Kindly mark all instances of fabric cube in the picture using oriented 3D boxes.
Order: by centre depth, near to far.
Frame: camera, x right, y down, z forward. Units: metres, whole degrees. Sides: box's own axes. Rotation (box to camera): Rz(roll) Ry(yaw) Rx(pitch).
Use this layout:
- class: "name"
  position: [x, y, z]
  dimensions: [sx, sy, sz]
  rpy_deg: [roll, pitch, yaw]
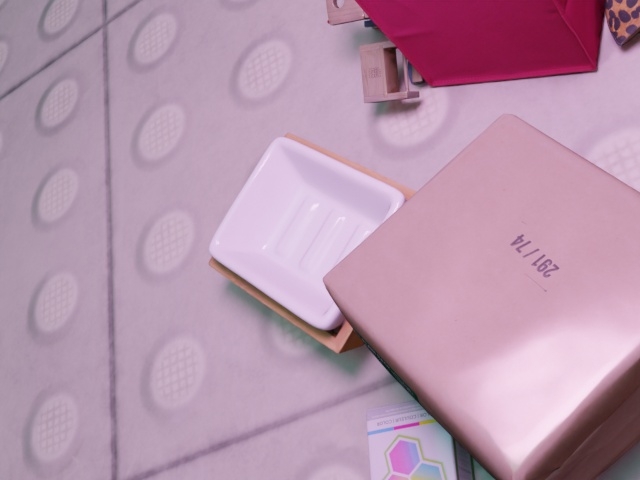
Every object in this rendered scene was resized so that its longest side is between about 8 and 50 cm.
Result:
- class: "fabric cube"
  position: [0.219, -0.385, 1.092]
  dimensions: [0.254, 0.259, 0.258]
  rpy_deg: [3, 70, 36]

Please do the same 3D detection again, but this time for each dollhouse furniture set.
- class: "dollhouse furniture set"
  position: [0.099, -0.300, 1.254]
  dimensions: [0.128, 0.129, 0.184]
  rpy_deg: [0, 98, 37]

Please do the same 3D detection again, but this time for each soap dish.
- class: "soap dish"
  position: [0.000, 0.000, 1.160]
  dimensions: [0.290, 0.118, 0.229]
  rpy_deg: [30, 88, 41]

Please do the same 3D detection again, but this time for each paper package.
- class: "paper package"
  position: [0.220, 0.072, 0.892]
  dimensions: [0.309, 0.168, 0.325]
  rpy_deg: [-41, 50, -5]

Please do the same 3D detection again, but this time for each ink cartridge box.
- class: "ink cartridge box"
  position: [0.120, 0.292, 0.967]
  dimensions: [0.108, 0.062, 0.209]
  rpy_deg: [-18, 60, 28]

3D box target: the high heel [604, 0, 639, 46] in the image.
- class: "high heel"
  position: [0.480, -0.306, 0.998]
  dimensions: [0.261, 0.093, 0.186]
  rpy_deg: [20, 99, 32]
